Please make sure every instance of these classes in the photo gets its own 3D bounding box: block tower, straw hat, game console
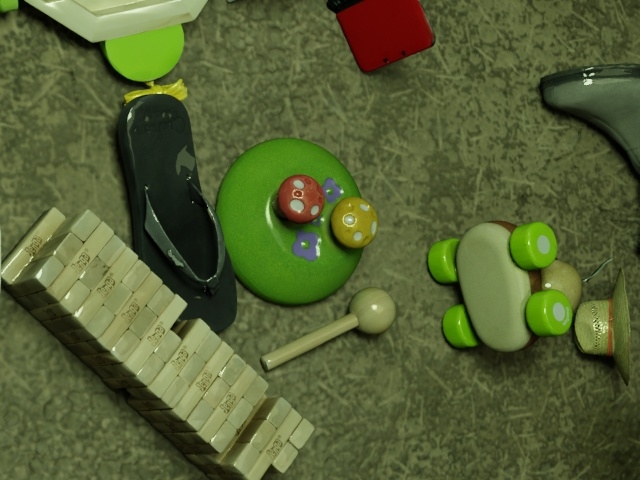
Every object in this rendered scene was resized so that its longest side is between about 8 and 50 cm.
[{"bbox_3d":[-0.160,0.111,1.322,0.335,0.097,0.091,45,62,-17],"label":"block tower"},{"bbox_3d":[0.339,0.106,1.647,0.061,0.144,0.145,-2,83,6],"label":"straw hat"},{"bbox_3d":[0.082,-0.271,1.495,0.085,0.144,0.124,38,65,-23],"label":"game console"}]

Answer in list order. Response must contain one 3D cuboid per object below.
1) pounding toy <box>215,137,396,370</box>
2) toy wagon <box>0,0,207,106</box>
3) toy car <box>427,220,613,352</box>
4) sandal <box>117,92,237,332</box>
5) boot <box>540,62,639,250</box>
[{"bbox_3d":[0.000,0.000,1.427,0.183,0.110,0.237,-18,92,-32],"label":"pounding toy"},{"bbox_3d":[-0.197,-0.296,1.324,0.267,0.068,0.345,-16,118,-17],"label":"toy wagon"},{"bbox_3d":[0.248,0.041,1.559,0.188,0.155,0.149,-13,90,-42],"label":"toy car"},{"bbox_3d":[-0.143,-0.020,1.357,0.097,0.054,0.255,-25,107,-30],"label":"sandal"},{"bbox_3d":[0.419,-0.092,1.703,0.338,0.118,0.223,8,84,-26],"label":"boot"}]
